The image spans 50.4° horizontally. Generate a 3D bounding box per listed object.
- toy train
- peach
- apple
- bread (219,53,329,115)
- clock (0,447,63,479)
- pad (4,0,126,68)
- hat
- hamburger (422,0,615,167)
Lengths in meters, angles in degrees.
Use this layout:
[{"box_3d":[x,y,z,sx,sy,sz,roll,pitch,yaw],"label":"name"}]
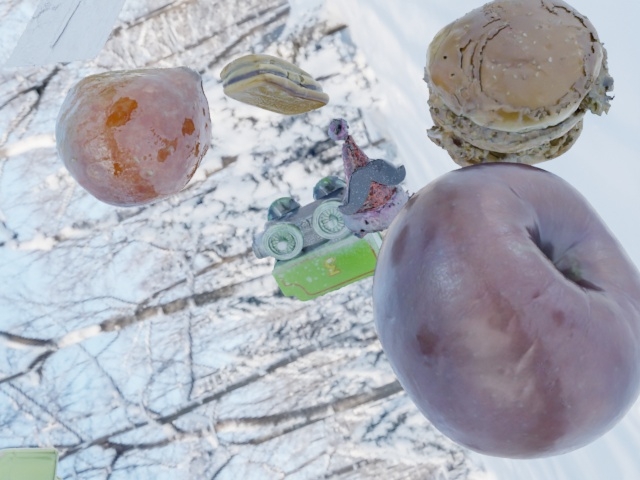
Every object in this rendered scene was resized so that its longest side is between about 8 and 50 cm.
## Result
[{"box_3d":[0.000,0.000,1.671,0.173,0.308,0.248,-93,-22,-62],"label":"toy train"},{"box_3d":[-0.255,-0.160,0.965,0.232,0.233,0.232,-23,-90,-85],"label":"peach"},{"box_3d":[0.192,0.073,0.716,0.306,0.235,0.305,18,-132,-22],"label":"apple"},{"box_3d":[-0.082,-0.286,1.263,0.200,0.116,0.076,6,-108,-51],"label":"bread"},{"box_3d":[-0.291,0.310,0.669,0.232,0.069,0.169,118,150,-55],"label":"clock"},{"box_3d":[-0.233,-0.272,0.700,0.004,0.157,0.231,44,-122,-51],"label":"pad"},{"box_3d":[0.078,-0.117,1.176,0.128,0.140,0.227,-105,-9,-56],"label":"hat"},{"box_3d":[0.280,-0.222,0.962,0.261,0.245,0.211,26,169,22],"label":"hamburger"}]
